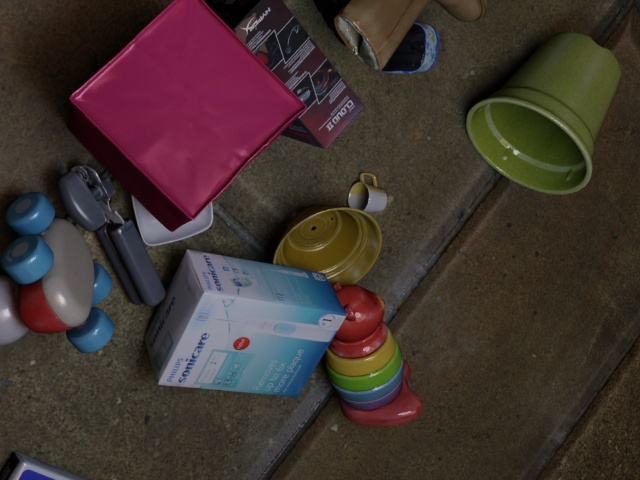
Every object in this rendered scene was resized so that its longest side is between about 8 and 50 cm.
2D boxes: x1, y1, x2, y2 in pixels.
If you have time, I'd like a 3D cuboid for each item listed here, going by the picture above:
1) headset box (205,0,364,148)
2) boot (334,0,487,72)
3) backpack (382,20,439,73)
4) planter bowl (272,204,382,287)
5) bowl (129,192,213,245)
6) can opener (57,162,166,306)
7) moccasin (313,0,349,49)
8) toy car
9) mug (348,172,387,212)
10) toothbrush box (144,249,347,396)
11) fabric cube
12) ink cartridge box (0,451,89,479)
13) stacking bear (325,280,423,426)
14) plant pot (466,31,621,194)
[{"bbox_3d":[-0.074,-0.285,1.630,0.110,0.218,0.293,-48,122,-9],"label":"headset box"},{"bbox_3d":[0.162,-0.401,1.694,0.236,0.089,0.269,47,67,-31],"label":"boot"},{"bbox_3d":[0.169,-0.367,1.814,0.084,0.114,0.105,-9,107,-49],"label":"backpack"},{"bbox_3d":[0.000,0.000,1.809,0.217,0.090,0.217,-13,132,-15],"label":"planter bowl"},{"bbox_3d":[-0.266,-0.073,1.672,0.142,0.053,0.142,-18,112,-25],"label":"bowl"},{"bbox_3d":[-0.360,0.002,1.615,0.095,0.076,0.283,-42,122,-38],"label":"can opener"},{"bbox_3d":[0.040,-0.513,1.696,0.147,0.139,0.380,-26,106,-13],"label":"moccasin"},{"bbox_3d":[-0.490,0.084,1.534,0.238,0.210,0.219,-23,132,7],"label":"toy car"},{"bbox_3d":[0.100,-0.088,1.883,0.064,0.062,0.078,6,107,-40],"label":"mug"},{"bbox_3d":[-0.137,0.155,1.727,0.295,0.126,0.216,13,120,-32],"label":"toothbrush box"},{"bbox_3d":[-0.218,-0.194,1.502,0.254,0.258,0.259,46,76,-7],"label":"fabric cube"},{"bbox_3d":[-0.489,0.566,1.706,0.307,0.072,0.303,35,83,-35],"label":"ink cartridge box"},{"bbox_3d":[0.083,0.209,1.864,0.164,0.175,0.289,-17,125,0],"label":"stacking bear"},{"bbox_3d":[0.481,-0.277,1.958,0.276,0.276,0.254,49,65,-31],"label":"plant pot"}]
